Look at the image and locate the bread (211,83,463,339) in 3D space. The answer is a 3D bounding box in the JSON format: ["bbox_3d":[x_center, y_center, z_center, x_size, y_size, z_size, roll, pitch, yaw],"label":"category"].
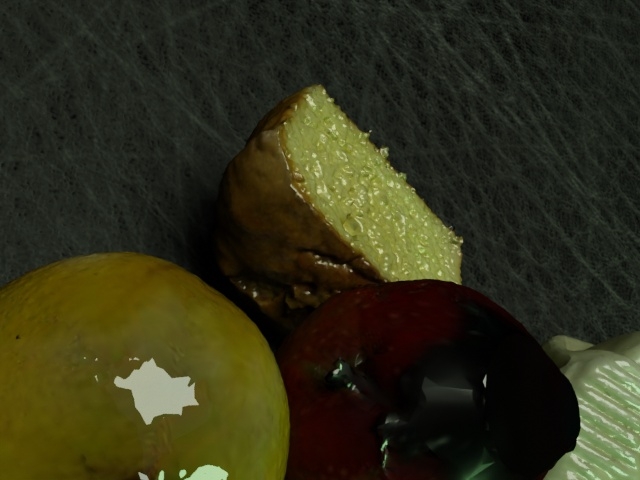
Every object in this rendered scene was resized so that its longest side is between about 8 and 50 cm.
[{"bbox_3d":[0.000,0.000,1.448,0.340,0.179,0.194,45,39,-30],"label":"bread"}]

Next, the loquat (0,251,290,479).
[{"bbox_3d":[-0.186,0.164,1.153,0.328,0.328,0.359,27,11,-21],"label":"loquat"}]

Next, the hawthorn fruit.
[{"bbox_3d":[0.094,0.176,1.275,0.316,0.316,0.316,18,55,-28],"label":"hawthorn fruit"}]

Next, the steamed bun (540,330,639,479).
[{"bbox_3d":[0.326,0.265,1.480,0.342,0.255,0.368,24,88,-14],"label":"steamed bun"}]
